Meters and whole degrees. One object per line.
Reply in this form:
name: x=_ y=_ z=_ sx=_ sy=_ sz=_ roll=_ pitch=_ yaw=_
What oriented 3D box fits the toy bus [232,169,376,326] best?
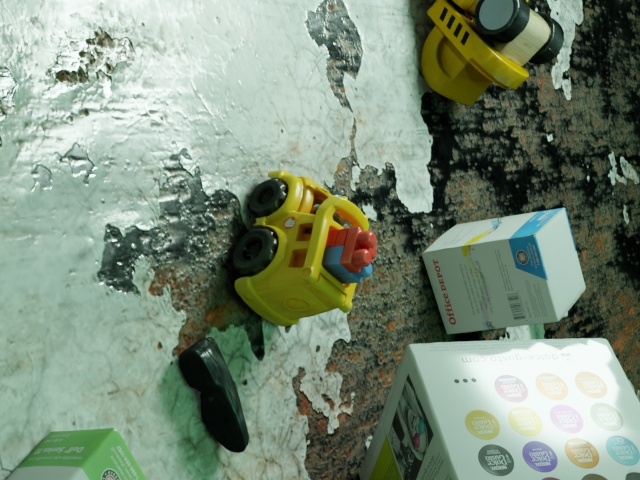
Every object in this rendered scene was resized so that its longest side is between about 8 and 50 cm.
toy bus: x=0.000 y=0.000 z=1.632 sx=0.149 sy=0.211 sz=0.220 roll=41 pitch=51 yaw=-41

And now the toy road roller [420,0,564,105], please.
toy road roller: x=0.281 y=-0.417 z=2.153 sx=0.202 sy=0.240 sz=0.329 roll=15 pitch=34 yaw=-52

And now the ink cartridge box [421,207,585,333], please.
ink cartridge box: x=0.342 y=0.056 z=2.069 sx=0.168 sy=0.232 sz=0.171 roll=-34 pitch=110 yaw=-54

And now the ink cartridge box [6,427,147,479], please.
ink cartridge box: x=-0.313 y=0.395 z=1.199 sx=0.353 sy=0.119 sz=0.207 roll=-51 pitch=124 yaw=-47

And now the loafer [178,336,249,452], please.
loafer: x=-0.134 y=0.212 z=1.534 sx=0.061 sy=0.062 sz=0.170 roll=-44 pitch=120 yaw=-54

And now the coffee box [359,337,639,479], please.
coffee box: x=0.285 y=0.380 z=1.652 sx=0.337 sy=0.338 sz=0.334 roll=-1 pitch=45 yaw=-18

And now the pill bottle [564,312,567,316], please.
pill bottle: x=0.489 y=0.100 z=2.394 sx=0.078 sy=0.078 sz=0.137 roll=6 pitch=79 yaw=-53
